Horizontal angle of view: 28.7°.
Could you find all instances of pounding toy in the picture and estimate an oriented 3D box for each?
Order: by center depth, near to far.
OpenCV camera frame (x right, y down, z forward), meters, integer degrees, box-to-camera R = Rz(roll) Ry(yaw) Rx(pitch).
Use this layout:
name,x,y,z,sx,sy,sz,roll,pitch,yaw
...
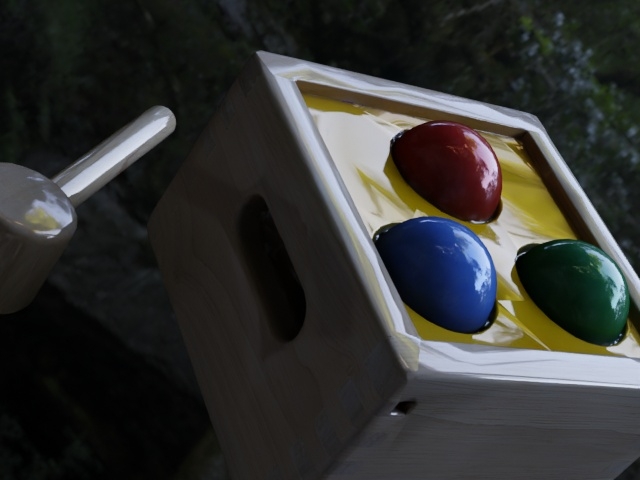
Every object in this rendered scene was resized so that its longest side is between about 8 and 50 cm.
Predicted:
name,x,y,z,sx,sy,sz,roll,pitch,yaw
pounding toy,-0.008,-0.008,0.396,0.094,0.206,0.181,-53,-134,34
